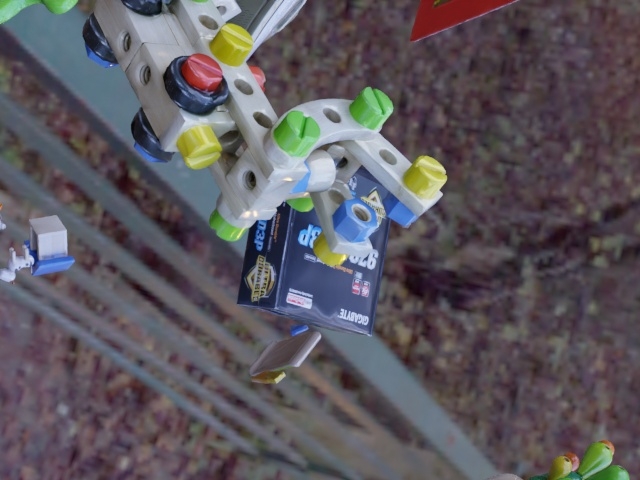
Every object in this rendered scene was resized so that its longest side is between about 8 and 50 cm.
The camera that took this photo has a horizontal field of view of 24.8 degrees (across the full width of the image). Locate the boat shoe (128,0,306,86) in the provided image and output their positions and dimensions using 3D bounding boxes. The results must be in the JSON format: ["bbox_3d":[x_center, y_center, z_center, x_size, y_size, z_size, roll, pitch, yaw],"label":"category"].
[{"bbox_3d":[-0.071,-0.247,1.488,0.302,0.113,0.103,-42,166,22],"label":"boat shoe"}]

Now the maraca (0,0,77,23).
[{"bbox_3d":[-0.165,-0.200,0.907,0.099,0.127,0.185,65,22,-45],"label":"maraca"}]

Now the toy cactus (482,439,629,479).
[{"bbox_3d":[0.240,0.275,1.545,0.219,0.181,0.112,-14,93,-75],"label":"toy cactus"}]

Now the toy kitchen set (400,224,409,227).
[{"bbox_3d":[0.083,-0.054,1.932,0.083,0.075,0.068,114,-21,-79],"label":"toy kitchen set"}]

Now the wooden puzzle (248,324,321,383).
[{"bbox_3d":[-0.041,0.134,1.689,0.116,0.079,0.014,-46,116,-41],"label":"wooden puzzle"}]

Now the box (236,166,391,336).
[{"bbox_3d":[0.000,0.000,1.528,0.220,0.051,0.175,22,76,-60],"label":"box"}]

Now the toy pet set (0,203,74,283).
[{"bbox_3d":[-0.348,0.011,1.665,0.114,0.122,0.065,-10,123,-24],"label":"toy pet set"}]

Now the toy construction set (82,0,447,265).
[{"bbox_3d":[-0.066,-0.123,1.149,0.215,0.327,0.151,-2,128,-42],"label":"toy construction set"}]

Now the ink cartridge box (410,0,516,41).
[{"bbox_3d":[0.172,-0.395,1.288,0.091,0.308,0.385,22,73,-27],"label":"ink cartridge box"}]
